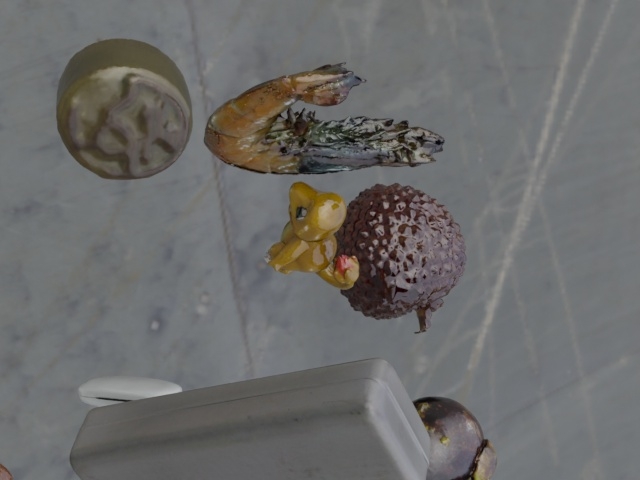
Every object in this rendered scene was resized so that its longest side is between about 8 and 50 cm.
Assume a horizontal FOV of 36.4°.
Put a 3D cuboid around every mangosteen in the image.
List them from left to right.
[{"bbox_3d":[0.187,0.353,1.518,0.192,0.217,0.192,-38,158,-18],"label":"mangosteen"}]

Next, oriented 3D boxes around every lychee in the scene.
[{"bbox_3d":[0.151,0.034,1.841,0.264,0.264,0.300,-34,105,-41],"label":"lychee"}]

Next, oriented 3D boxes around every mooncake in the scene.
[{"bbox_3d":[-0.410,-0.267,2.044,0.284,0.156,0.285,-6,127,-8],"label":"mooncake"}]

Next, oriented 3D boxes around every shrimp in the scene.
[{"bbox_3d":[0.022,-0.130,1.069,0.290,0.222,0.054,1,68,-19],"label":"shrimp"}]

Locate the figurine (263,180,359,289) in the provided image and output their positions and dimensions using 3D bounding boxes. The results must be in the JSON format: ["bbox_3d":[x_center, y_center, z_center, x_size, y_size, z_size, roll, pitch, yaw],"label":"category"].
[{"bbox_3d":[0.003,0.002,1.186,0.121,0.122,0.176,-41,166,-21],"label":"figurine"}]

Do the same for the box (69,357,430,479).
[{"bbox_3d":[-0.051,0.148,0.685,0.055,0.243,0.103,-75,145,-48],"label":"box"}]

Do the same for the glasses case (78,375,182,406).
[{"bbox_3d":[-0.338,0.271,1.728,0.076,0.197,0.049,-27,116,-66],"label":"glasses case"}]

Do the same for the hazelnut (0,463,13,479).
[{"bbox_3d":[-0.402,0.294,1.137,0.086,0.086,0.086,-15,110,-48],"label":"hazelnut"}]
